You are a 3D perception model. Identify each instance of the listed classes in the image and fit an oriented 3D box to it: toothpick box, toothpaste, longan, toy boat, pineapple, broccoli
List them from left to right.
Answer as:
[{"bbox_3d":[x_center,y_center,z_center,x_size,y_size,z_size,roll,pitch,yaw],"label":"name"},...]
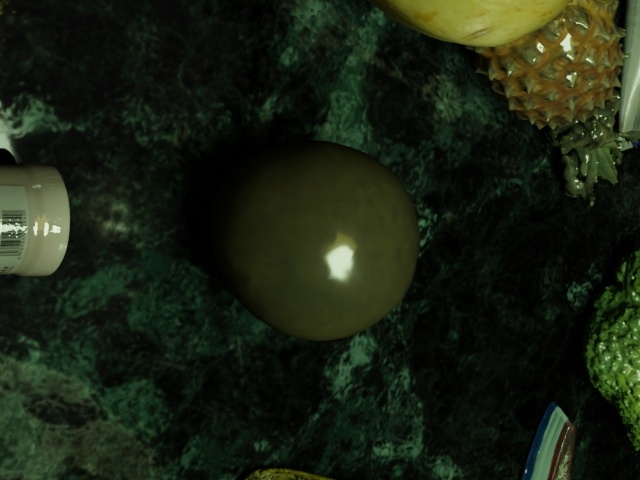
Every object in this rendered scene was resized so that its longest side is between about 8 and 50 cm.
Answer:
[{"bbox_3d":[-0.292,-0.018,0.920,0.149,0.098,0.098,-1,102,-38],"label":"toothpick box"},{"bbox_3d":[0.000,0.000,1.094,0.220,0.196,0.196,17,91,-51],"label":"longan"},{"bbox_3d":[0.298,0.328,1.501,0.080,0.046,0.229,5,100,-35],"label":"toy boat"},{"bbox_3d":[0.275,-0.170,1.296,0.175,0.175,0.361,-50,142,-17],"label":"pineapple"},{"bbox_3d":[0.414,-0.275,1.424,0.100,0.066,0.323,-18,117,-34],"label":"toothpaste"},{"bbox_3d":[0.481,0.158,1.506,0.302,0.186,0.254,34,71,-32],"label":"broccoli"}]

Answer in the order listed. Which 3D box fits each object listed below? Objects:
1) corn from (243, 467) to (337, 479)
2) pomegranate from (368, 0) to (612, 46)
[{"bbox_3d":[0.000,0.291,1.243,0.203,0.072,0.072,24,87,-38],"label":"corn"},{"bbox_3d":[0.159,-0.323,1.034,0.342,0.342,0.342,-11,108,-35],"label":"pomegranate"}]
